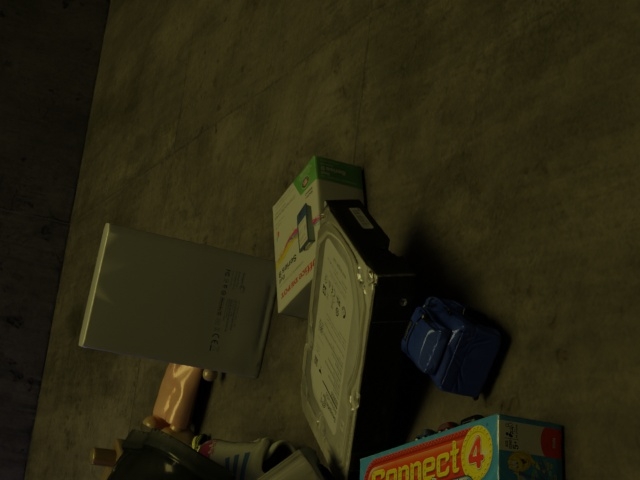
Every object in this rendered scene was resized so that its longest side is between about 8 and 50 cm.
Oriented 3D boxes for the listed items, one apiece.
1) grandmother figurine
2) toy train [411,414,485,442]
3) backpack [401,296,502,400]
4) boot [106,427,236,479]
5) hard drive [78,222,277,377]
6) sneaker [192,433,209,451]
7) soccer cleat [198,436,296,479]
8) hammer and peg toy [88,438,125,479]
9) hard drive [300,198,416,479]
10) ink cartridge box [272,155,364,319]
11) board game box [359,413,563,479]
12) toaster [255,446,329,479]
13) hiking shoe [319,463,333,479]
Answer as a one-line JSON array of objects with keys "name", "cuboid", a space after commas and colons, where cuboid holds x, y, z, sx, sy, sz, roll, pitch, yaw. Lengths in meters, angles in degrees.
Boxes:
[{"name": "grandmother figurine", "cuboid": [-0.250, 0.210, 2.246, 0.208, 0.104, 0.342, 22, 96, 38]}, {"name": "toy train", "cuboid": [0.157, 0.240, 1.413, 0.158, 0.027, 0.036, -35, 43, 56]}, {"name": "backpack", "cuboid": [0.152, 0.119, 1.402, 0.098, 0.101, 0.120, -65, 20, 12]}, {"name": "boot", "cuboid": [-0.317, 0.511, 1.730, 0.445, 0.146, 0.367, -60, 12, -18]}, {"name": "hard drive", "cuboid": [-0.237, 0.107, 1.984, 0.040, 0.318, 0.210, 4, 82, 66]}, {"name": "sneaker", "cuboid": [-0.225, 0.400, 2.158, 0.035, 0.031, 0.083, -44, 41, 43]}, {"name": "soccer cleat", "cuboid": [-0.099, 0.367, 1.836, 0.143, 0.116, 0.331, -54, 23, -3]}, {"name": "hammer and peg toy", "cuboid": [-0.445, 0.633, 2.403, 0.361, 0.127, 0.266, -69, 27, 17]}, {"name": "hard drive", "cuboid": [0.041, 0.143, 1.568, 0.237, 0.064, 0.339, -121, 33, -58]}, {"name": "ink cartridge box", "cuboid": [0.000, 0.000, 1.803, 0.154, 0.093, 0.212, -47, 39, 46]}, {"name": "board game box", "cuboid": [0.148, 0.375, 1.291, 0.308, 0.086, 0.302, -36, 47, 56]}, {"name": "toaster", "cuboid": [-0.029, 0.380, 1.518, 0.227, 0.146, 0.129, 50, 167, 47]}, {"name": "hiking shoe", "cuboid": [-0.014, 0.464, 1.612, 0.132, 0.113, 0.304, 2, 65, 29]}]
